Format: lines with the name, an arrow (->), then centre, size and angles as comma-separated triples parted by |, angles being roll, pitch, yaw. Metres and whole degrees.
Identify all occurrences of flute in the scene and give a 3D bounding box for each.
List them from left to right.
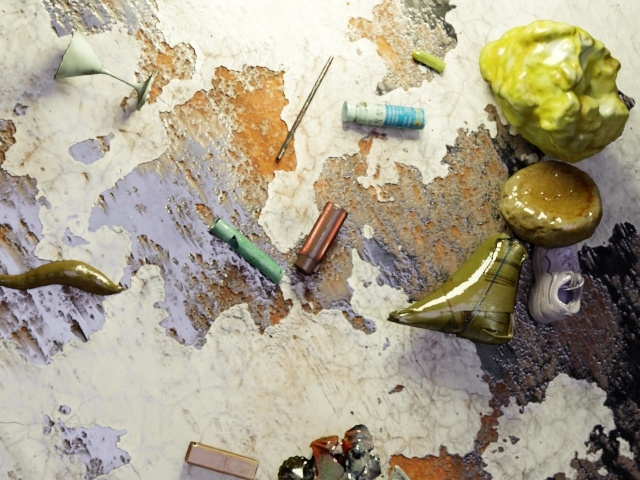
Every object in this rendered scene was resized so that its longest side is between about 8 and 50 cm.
flute -> -0.034, -0.292, 1.884 | 0.014, 0.014, 0.269 | 30, 79, -13

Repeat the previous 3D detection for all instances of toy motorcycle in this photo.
toy motorcycle -> 0.117, 0.519, 1.768 | 0.401, 0.134, 0.207 | 28, 68, 22

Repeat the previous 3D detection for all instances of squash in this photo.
squash -> 0.248, -0.415, 1.969 | 0.083, 0.027, 0.027 | 25, 80, -14

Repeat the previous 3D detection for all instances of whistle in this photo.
whistle -> -0.153, 0.023, 1.817 | 0.186, 0.039, 0.039 | 40, 77, -12

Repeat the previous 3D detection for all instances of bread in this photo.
bread -> 0.525, -0.076, 1.954 | 0.230, 0.123, 0.229 | -3, 52, 4

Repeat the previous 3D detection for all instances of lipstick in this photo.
lipstick -> -0.204, 0.456, 1.769 | 0.145, 0.045, 0.045 | 20, 80, -15

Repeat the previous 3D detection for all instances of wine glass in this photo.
wine glass -> -0.428, -0.337, 1.719 | 0.183, 0.122, 0.122 | 24, 80, -16

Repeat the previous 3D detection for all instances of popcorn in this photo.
popcorn -> 0.513, -0.325, 1.908 | 0.294, 0.292, 0.334 | -38, 104, -41

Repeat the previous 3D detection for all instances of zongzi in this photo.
zongzi -> 0.304, 0.088, 1.910 | 0.289, 0.123, 0.260 | 15, 78, -11

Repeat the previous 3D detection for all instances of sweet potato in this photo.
sweet potato -> -0.518, 0.070, 1.696 | 0.250, 0.059, 0.069 | 4, 98, -12

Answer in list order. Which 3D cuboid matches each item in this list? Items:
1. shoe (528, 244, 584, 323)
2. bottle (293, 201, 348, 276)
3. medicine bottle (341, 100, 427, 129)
shoe -> 0.558, 0.073, 1.975 | 0.095, 0.138, 0.244 | 14, 83, -20
bottle -> 0.000, 0.000, 1.853 | 0.060, 0.060, 0.164 | 32, 79, -13
medicine bottle -> 0.144, -0.280, 1.917 | 0.191, 0.051, 0.051 | 4, 85, -17
